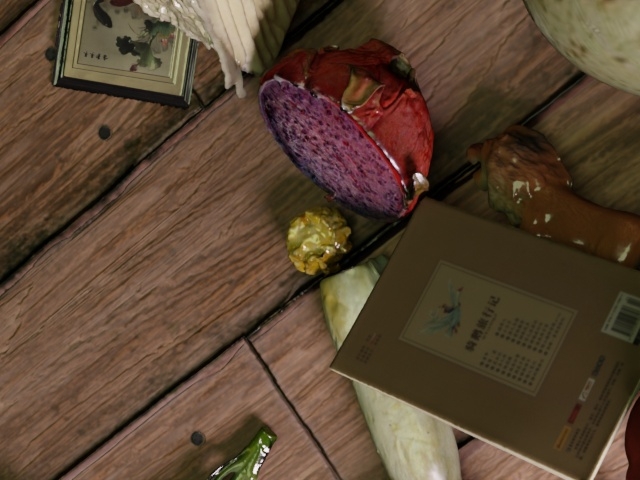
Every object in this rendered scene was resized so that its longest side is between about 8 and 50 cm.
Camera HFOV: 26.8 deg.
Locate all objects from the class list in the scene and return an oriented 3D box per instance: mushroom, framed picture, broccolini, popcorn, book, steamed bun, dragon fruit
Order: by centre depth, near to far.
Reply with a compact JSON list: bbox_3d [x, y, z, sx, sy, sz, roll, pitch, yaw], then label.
[{"bbox_3d":[0.181,0.092,1.350,0.310,0.021,0.217,22,76,34],"label":"book"},{"bbox_3d":[-0.154,-0.350,1.475,0.272,0.290,0.273,26,79,16],"label":"steamed bun"},{"bbox_3d":[0.055,-0.141,1.477,0.218,0.224,0.148,47,70,-6],"label":"dragon fruit"},{"bbox_3d":[0.086,0.175,1.517,0.100,0.081,0.312,-21,84,13],"label":"mushroom"},{"bbox_3d":[0.000,0.000,1.552,0.083,0.057,0.082,13,90,22],"label":"popcorn"},{"bbox_3d":[-0.113,0.313,1.620,0.091,0.068,0.203,37,88,2],"label":"broccolini"},{"bbox_3d":[-0.235,-0.270,1.649,0.195,0.010,0.199,11,96,19],"label":"framed picture"}]

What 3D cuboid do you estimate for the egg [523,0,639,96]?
[{"bbox_3d":[0.389,-0.308,1.249,0.428,0.345,0.345,-15,87,5],"label":"egg"}]

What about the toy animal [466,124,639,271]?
[{"bbox_3d":[0.262,-0.010,1.411,0.312,0.097,0.157,32,104,36],"label":"toy animal"}]

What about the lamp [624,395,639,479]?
[{"bbox_3d":[0.433,0.215,1.255,0.303,0.257,0.303,4,73,-14],"label":"lamp"}]
